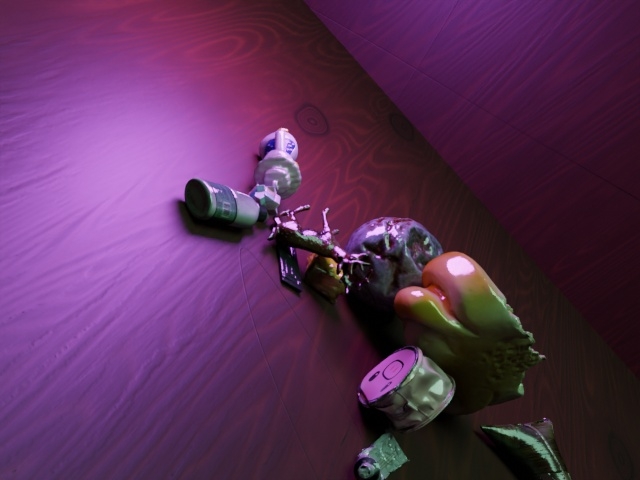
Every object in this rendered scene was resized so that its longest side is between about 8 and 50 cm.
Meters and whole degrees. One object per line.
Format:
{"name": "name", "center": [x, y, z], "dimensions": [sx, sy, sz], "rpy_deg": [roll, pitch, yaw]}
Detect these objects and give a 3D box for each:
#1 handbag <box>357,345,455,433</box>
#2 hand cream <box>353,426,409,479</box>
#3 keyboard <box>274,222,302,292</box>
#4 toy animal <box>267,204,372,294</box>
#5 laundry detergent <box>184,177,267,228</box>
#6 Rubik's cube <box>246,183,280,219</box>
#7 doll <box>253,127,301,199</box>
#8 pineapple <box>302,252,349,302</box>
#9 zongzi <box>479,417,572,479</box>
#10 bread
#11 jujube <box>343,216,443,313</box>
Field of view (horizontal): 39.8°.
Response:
{"name": "handbag", "center": [0.179, 0.313, 1.871], "dimensions": [0.116, 0.179, 0.205], "rpy_deg": [48, -5, -12]}
{"name": "hand cream", "center": [0.116, 0.433, 1.740], "dimensions": [0.084, 0.050, 0.257], "rpy_deg": [55, 14, 10]}
{"name": "keyboard", "center": [-0.076, 0.038, 2.045], "dimensions": [0.061, 0.013, 0.204], "rpy_deg": [34, 28, -31]}
{"name": "toy animal", "center": [-0.002, 0.017, 2.042], "dimensions": [0.243, 0.087, 0.260], "rpy_deg": [9, 32, -2]}
{"name": "laundry detergent", "center": [-0.195, -0.075, 1.930], "dimensions": [0.225, 0.070, 0.099], "rpy_deg": [11, 37, -55]}
{"name": "Rubik's cube", "center": [-0.128, -0.096, 2.073], "dimensions": [0.084, 0.073, 0.075], "rpy_deg": [25, 29, -33]}
{"name": "doll", "center": [-0.103, -0.197, 2.229], "dimensions": [0.119, 0.138, 0.293], "rpy_deg": [5, 28, -1]}
{"name": "pineapple", "center": [0.002, 0.078, 2.074], "dimensions": [0.116, 0.069, 0.137], "rpy_deg": [4, 40, -52]}
{"name": "zongzi", "center": [0.521, 0.574, 2.217], "dimensions": [0.241, 0.111, 0.248], "rpy_deg": [6, 51, -34]}
{"name": "bread", "center": [0.328, 0.235, 2.021], "dimensions": [0.329, 0.245, 0.424], "rpy_deg": [31, -28, 39]}
{"name": "jujube", "center": [0.177, 0.064, 2.211], "dimensions": [0.308, 0.215, 0.247], "rpy_deg": [24, 57, -52]}
